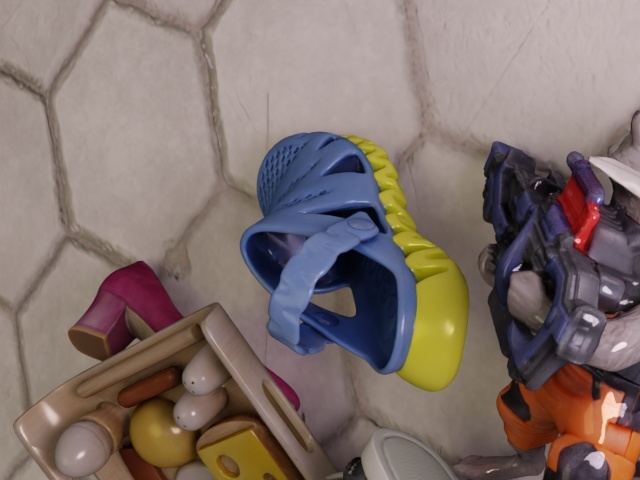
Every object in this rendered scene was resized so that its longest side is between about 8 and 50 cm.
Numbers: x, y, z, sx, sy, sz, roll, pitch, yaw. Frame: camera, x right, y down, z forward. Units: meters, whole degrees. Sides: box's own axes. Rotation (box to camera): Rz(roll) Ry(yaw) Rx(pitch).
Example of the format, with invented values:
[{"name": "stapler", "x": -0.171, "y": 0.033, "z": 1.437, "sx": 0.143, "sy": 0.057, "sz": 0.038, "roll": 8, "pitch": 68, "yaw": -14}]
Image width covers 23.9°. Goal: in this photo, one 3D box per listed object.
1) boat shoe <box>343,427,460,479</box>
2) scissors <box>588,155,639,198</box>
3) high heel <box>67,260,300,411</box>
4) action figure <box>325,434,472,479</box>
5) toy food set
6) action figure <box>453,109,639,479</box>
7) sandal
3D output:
[{"name": "boat shoe", "x": 0.080, "y": 0.261, "z": 1.035, "sx": 0.091, "sy": 0.114, "sz": 0.302, "roll": -56, "pitch": 27, "yaw": 23}, {"name": "scissors", "x": 0.286, "y": 0.035, "z": 0.881, "sx": 0.021, "sy": 0.297, "sz": 0.109, "roll": -94, "pitch": 19, "yaw": -78}, {"name": "high heel", "x": -0.109, "y": 0.089, "z": 1.408, "sx": 0.244, "sy": 0.117, "sz": 0.082, "roll": 14, "pitch": 137, "yaw": 27}, {"name": "action figure", "x": 0.081, "y": 0.289, "z": 1.194, "sx": 0.185, "sy": 0.099, "sz": 0.285, "roll": 6, "pitch": 106, "yaw": 31}, {"name": "toy food set", "x": -0.125, "y": 0.201, "z": 1.341, "sx": 0.306, "sy": 0.092, "sz": 0.220, "roll": -28, "pitch": 101, "yaw": 44}, {"name": "action figure", "x": 0.188, "y": 0.058, "z": 1.021, "sx": 0.341, "sy": 0.178, "sz": 0.330, "roll": -87, "pitch": 10, "yaw": -62}, {"name": "sandal", "x": 0.000, "y": 0.000, "z": 1.175, "sx": 0.317, "sy": 0.138, "sz": 0.126, "roll": -127, "pitch": 45, "yaw": -59}]
